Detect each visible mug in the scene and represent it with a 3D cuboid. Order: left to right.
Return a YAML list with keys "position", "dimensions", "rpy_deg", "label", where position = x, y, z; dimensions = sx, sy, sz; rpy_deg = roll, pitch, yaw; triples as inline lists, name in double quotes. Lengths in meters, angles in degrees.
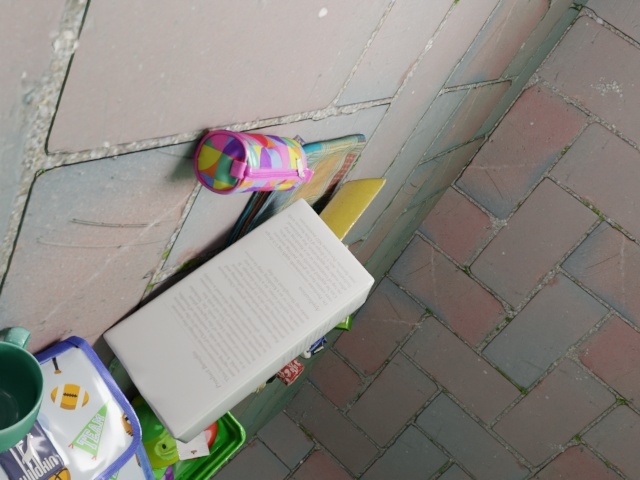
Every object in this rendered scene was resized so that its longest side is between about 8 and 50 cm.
- position: [-0.419, 0.202, 0.789]
  dimensions: [0.158, 0.129, 0.097]
  rpy_deg: [-34, 163, -48]
  label: "mug"
- position: [-0.136, 0.416, 2.190]
  dimensions: [0.150, 0.169, 0.113]
  rpy_deg: [-39, 163, -34]
  label: "mug"

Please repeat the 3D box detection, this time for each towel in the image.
- position: [-0.042, -0.106, 1.337]
  dimensions: [0.271, 0.040, 0.370]
  rpy_deg: [-55, 165, 28]
  label: "towel"

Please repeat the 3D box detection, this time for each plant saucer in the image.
- position: [0.000, 0.000, 1.523]
  dimensions: [0.332, 0.081, 0.333]
  rpy_deg: [-53, 180, -21]
  label: "plant saucer"

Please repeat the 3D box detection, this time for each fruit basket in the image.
- position: [-0.386, 0.506, 1.516]
  dimensions: [0.392, 0.283, 0.392]
  rpy_deg: [-40, -178, 1]
  label: "fruit basket"

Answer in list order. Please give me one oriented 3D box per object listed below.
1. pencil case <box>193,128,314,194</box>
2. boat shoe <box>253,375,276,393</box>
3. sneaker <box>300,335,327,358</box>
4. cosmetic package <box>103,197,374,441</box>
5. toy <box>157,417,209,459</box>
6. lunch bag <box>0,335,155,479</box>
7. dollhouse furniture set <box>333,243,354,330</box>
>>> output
- position: [-0.100, -0.123, 0.976]
  dimensions: [0.104, 0.104, 0.236]
  rpy_deg: [-54, 165, 20]
  label: "pencil case"
- position: [-0.240, 0.489, 2.201]
  dimensions: [0.113, 0.103, 0.302]
  rpy_deg: [-54, 166, 17]
  label: "boat shoe"
- position: [-0.038, 0.270, 1.967]
  dimensions: [0.127, 0.182, 0.315]
  rpy_deg: [-37, 173, -35]
  label: "sneaker"
- position: [-0.145, 0.150, 1.179]
  dimensions: [0.453, 0.230, 0.161]
  rpy_deg: [-35, 164, -17]
  label: "cosmetic package"
- position: [-0.326, 0.368, 1.358]
  dimensions: [0.056, 0.237, 0.137]
  rpy_deg: [-22, 161, 11]
  label: "toy"
- position: [-0.439, 0.379, 0.923]
  dimensions: [0.328, 0.239, 0.385]
  rpy_deg: [-35, 127, -44]
  label: "lunch bag"
- position: [0.005, 0.128, 1.665]
  dimensions: [0.301, 0.151, 0.197]
  rpy_deg: [57, 41, -73]
  label: "dollhouse furniture set"
